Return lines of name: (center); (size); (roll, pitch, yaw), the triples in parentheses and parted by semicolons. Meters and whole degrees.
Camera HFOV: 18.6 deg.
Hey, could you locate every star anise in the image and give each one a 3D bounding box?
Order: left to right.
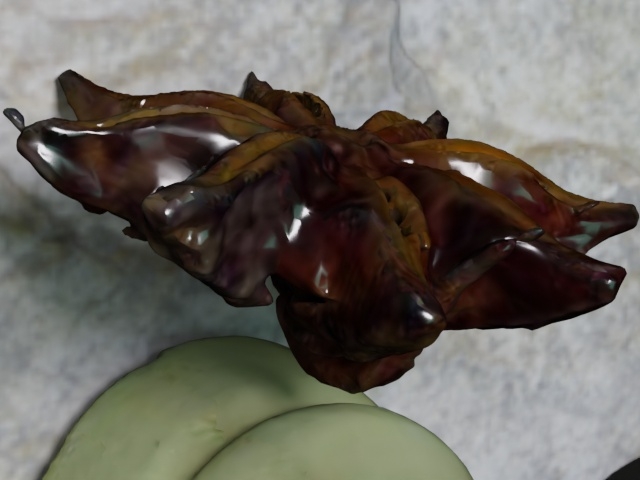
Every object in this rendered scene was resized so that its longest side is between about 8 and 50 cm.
star anise: (0.000, 0.000, 0.782); (0.272, 0.272, 0.102); (4, 109, -33)

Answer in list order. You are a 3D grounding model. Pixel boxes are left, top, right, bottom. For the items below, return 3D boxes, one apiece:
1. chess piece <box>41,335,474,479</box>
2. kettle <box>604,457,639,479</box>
chess piece: (0.058, 0.172, 0.723); (0.234, 0.442, 0.234); (-9, 108, -30)
kettle: (0.208, 0.249, 1.024); (0.221, 0.161, 0.236); (-20, 115, 1)
